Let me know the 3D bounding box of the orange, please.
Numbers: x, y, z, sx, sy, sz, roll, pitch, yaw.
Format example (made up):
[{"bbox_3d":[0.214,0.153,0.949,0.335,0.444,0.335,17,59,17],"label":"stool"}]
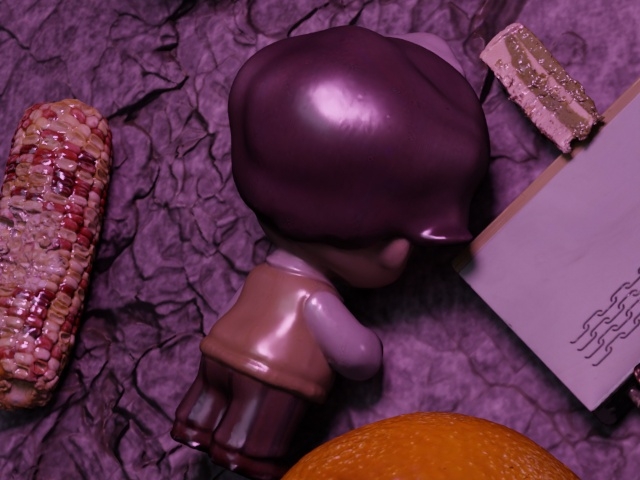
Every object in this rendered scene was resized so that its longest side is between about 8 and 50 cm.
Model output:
[{"bbox_3d":[0.075,0.242,1.170,0.274,0.274,0.274,-14,59,26],"label":"orange"}]

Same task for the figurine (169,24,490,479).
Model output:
[{"bbox_3d":[0.016,0.010,1.419,0.218,0.206,0.365,26,106,63],"label":"figurine"}]

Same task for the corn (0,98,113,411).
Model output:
[{"bbox_3d":[-0.250,0.010,1.608,0.098,0.098,0.290,-4,65,31],"label":"corn"}]

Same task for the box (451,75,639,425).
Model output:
[{"bbox_3d":[0.251,-0.013,1.336,0.270,0.045,0.211,-46,51,3],"label":"box"}]

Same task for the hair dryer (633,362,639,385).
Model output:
[{"bbox_3d":[0.269,0.038,1.103,0.189,0.352,0.107,-39,63,8],"label":"hair dryer"}]

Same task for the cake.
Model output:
[{"bbox_3d":[0.181,-0.112,1.419,0.051,0.055,0.140,-39,47,7],"label":"cake"}]
